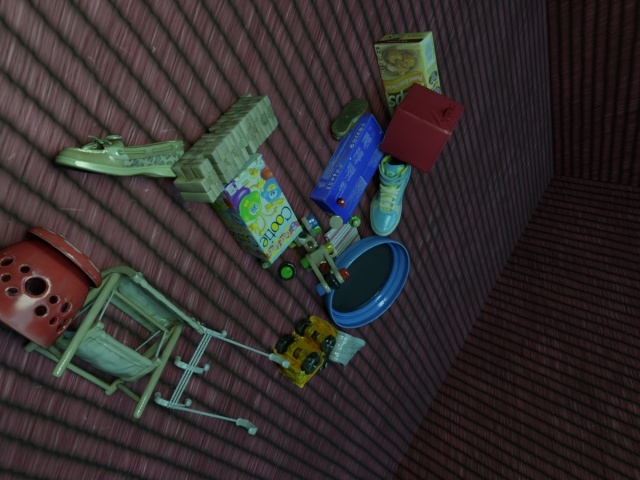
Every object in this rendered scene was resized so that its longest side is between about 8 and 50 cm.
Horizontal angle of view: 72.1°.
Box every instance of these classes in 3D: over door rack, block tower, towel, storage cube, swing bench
[{"bbox_3d":[-0.286,0.400,1.285,0.324,0.108,0.240,32,79,-29],"label":"over door rack"},{"bbox_3d":[-0.222,-0.236,1.075,0.336,0.097,0.091,-62,144,-35],"label":"block tower"},{"bbox_3d":[0.088,0.002,1.641,0.144,0.029,0.197,-49,138,-24],"label":"towel"},{"bbox_3d":[0.343,-0.383,1.489,0.184,0.193,0.215,-56,170,-36],"label":"storage cube"},{"bbox_3d":[-0.453,0.221,1.007,0.255,0.165,0.253,-56,138,-25],"label":"swing bench"}]

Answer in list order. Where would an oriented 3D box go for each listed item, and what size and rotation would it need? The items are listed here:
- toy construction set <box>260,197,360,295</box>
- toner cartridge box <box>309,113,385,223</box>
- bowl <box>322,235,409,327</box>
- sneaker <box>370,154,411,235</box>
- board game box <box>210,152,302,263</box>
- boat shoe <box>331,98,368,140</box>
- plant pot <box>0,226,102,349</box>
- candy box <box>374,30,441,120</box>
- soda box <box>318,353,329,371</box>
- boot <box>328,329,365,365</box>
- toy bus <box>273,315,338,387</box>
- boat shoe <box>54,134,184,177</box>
[{"bbox_3d":[0.000,0.000,1.423,0.309,0.257,0.237,-57,-174,8],"label":"toy construction set"},{"bbox_3d":[0.108,-0.248,1.523,0.165,0.075,0.348,43,72,-50],"label":"toner cartridge box"},{"bbox_3d":[0.175,0.157,1.692,0.390,0.077,0.392,-21,130,-27],"label":"bowl"},{"bbox_3d":[0.250,-0.184,1.628,0.208,0.127,0.319,38,65,-75],"label":"sneaker"},{"bbox_3d":[-0.189,-0.092,1.192,0.142,0.144,0.275,-49,135,-23],"label":"board game box"},{"bbox_3d":[0.095,-0.403,1.466,0.178,0.064,0.060,-52,167,-20],"label":"boat shoe"},{"bbox_3d":[-0.537,0.084,0.838,0.174,0.191,0.191,-55,139,-30],"label":"plant pot"},{"bbox_3d":[0.319,-0.560,1.553,0.087,0.182,0.317,-48,135,-27],"label":"candy box"},{"bbox_3d":[0.000,0.405,1.671,0.053,0.060,0.169,-9,112,-52],"label":"soda box"},{"bbox_3d":[0.098,0.435,1.747,0.258,0.095,0.124,37,71,-59],"label":"boot"},{"bbox_3d":[-0.047,0.414,1.572,0.220,0.149,0.212,-39,144,-36],"label":"toy bus"},{"bbox_3d":[-0.416,-0.183,0.940,0.285,0.104,0.090,-10,108,-58],"label":"boat shoe"}]
